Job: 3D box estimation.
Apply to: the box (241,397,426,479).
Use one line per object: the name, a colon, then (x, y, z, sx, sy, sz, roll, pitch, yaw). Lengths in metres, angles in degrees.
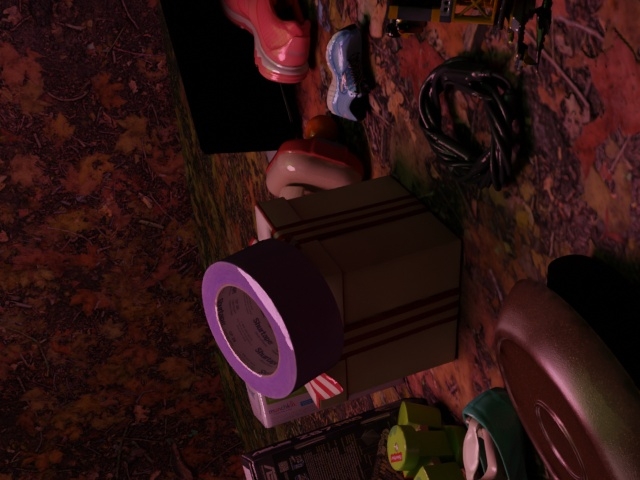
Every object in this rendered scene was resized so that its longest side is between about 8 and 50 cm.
box: (0.076, 0.492, 1.237, 0.097, 0.319, 0.394, 148, 105, -72)

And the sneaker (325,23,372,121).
sneaker: (0.054, -0.251, 1.152, 0.073, 0.063, 0.162, 39, 149, 34)

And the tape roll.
tape roll: (-0.063, 0.098, 0.957, 0.189, 0.080, 0.188, 29, 132, 38)

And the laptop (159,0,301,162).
laptop: (-0.205, -0.336, 1.578, 0.408, 0.237, 0.381, 154, 102, -73)

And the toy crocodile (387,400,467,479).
toy crocodile: (0.174, 0.369, 1.099, 0.340, 0.115, 0.105, -109, 30, -47)

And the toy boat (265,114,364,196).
toy boat: (-0.007, -0.147, 1.325, 0.231, 0.151, 0.151, 145, 140, -72)

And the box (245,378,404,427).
box: (-0.013, 0.175, 1.351, 0.127, 0.262, 0.231, 173, 81, -73)

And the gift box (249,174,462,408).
gift box: (0.043, 0.068, 1.085, 0.276, 0.258, 0.255, -131, 30, -58)

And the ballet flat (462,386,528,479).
ballet flat: (0.230, 0.314, 0.985, 0.083, 0.087, 0.247, -176, 72, -72)

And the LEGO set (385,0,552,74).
LEGO set: (0.162, -0.320, 0.609, 0.254, 0.192, 0.331, -78, -8, -52)

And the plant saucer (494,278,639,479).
plant saucer: (0.249, 0.185, 0.732, 0.310, 0.050, 0.310, 64, 176, 9)

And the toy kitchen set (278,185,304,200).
toy kitchen set: (0.000, 0.000, 1.325, 0.207, 0.166, 0.122, 103, 178, -78)

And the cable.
cable: (0.171, -0.135, 0.882, 0.184, 0.047, 0.150, 31, 138, 63)

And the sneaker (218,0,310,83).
sneaker: (-0.090, -0.433, 1.395, 0.313, 0.116, 0.136, 60, 145, 30)

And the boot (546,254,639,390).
boot: (0.279, 0.120, 0.713, 0.197, 0.077, 0.137, -108, 7, -54)
